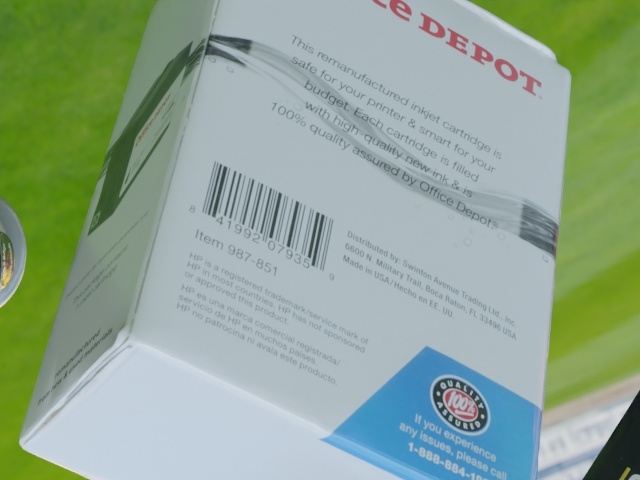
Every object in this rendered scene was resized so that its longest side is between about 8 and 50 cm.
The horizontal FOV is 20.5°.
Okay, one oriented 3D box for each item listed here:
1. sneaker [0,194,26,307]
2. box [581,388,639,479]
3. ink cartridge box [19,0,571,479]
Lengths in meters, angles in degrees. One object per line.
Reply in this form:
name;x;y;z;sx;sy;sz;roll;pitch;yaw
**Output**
sneaker;-0.343;0.015;1.012;0.330;0.122;0.146;-8;-174;-1
box;0.287;0.219;1.180;0.318;0.097;0.395;32;90;-41
ink cartridge box;0.000;0.000;0.926;0.223;0.307;0.129;27;139;-19
